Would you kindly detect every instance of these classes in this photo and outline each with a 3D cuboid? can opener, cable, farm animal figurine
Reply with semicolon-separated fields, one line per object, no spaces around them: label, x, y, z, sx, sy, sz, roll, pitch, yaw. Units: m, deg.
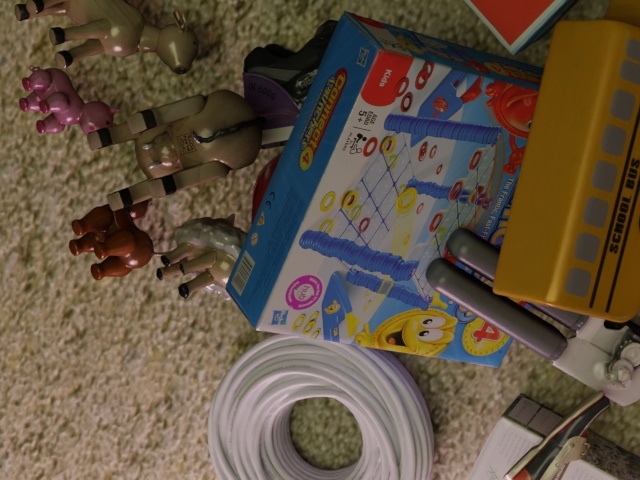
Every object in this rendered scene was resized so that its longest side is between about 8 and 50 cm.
can opener;0.226;0.077;1.681;0.280;0.093;0.074;29;101;-22
cable;0.004;0.218;1.862;0.257;0.089;0.257;26;109;14
farm animal figurine;-0.169;-0.122;1.791;0.327;0.172;0.330;16;120;51

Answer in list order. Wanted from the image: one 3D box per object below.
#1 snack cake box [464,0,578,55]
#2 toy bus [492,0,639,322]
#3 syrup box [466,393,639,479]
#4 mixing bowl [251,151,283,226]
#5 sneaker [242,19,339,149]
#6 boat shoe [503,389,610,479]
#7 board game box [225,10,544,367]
snack cake box;0.233;-0.323;1.613;0.152;0.089;0.264;49;130;5
toy bus;0.269;-0.095;1.578;0.108;0.130;0.332;12;88;60
syrup box;0.283;0.264;1.763;0.237;0.093;0.096;29;109;12
mixing bowl;0.000;0.000;1.775;0.181;0.098;0.181;10;128;13
sneaker;0.044;-0.174;1.752;0.283;0.107;0.124;-8;93;22
boat shoe;0.244;0.207;1.692;0.043;0.049;0.137;45;100;8
board game box;0.103;-0.039;1.662;0.086;0.302;0.308;51;124;51
